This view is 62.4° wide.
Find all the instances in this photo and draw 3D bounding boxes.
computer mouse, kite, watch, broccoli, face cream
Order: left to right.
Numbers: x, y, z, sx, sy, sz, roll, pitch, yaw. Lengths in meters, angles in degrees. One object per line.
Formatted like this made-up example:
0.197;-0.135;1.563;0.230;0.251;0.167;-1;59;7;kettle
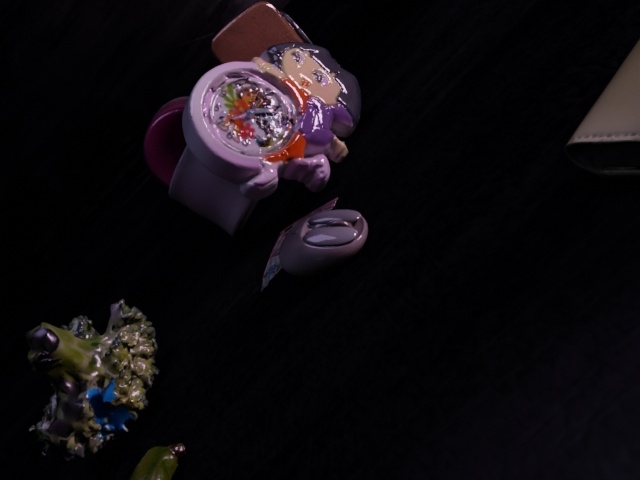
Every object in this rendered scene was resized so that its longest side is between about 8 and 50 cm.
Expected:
-0.269;0.152;0.609;0.167;0.160;0.154;-40;51;-4;broccoli
-0.289;-0.218;1.157;0.175;0.175;0.195;-45;26;9;face cream
-0.076;-0.126;0.714;0.244;0.196;0.231;-61;5;-25;watch
-0.022;0.004;0.588;0.137;0.005;0.152;-51;25;-3;kite
-0.002;-0.001;0.509;0.096;0.039;0.066;-24;33;34;computer mouse

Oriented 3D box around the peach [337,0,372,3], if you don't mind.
0.109;-0.590;0.890;0.372;0.290;0.373;-42;25;25;peach

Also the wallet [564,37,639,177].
0.222;-0.102;0.289;0.155;0.039;0.110;-53;21;-9;wallet

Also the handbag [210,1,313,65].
-0.083;-0.308;0.925;0.151;0.193;0.072;-41;20;1;handbag

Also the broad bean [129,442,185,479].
-0.135;0.247;0.373;0.052;0.052;0.256;-5;25;-5;broad bean
